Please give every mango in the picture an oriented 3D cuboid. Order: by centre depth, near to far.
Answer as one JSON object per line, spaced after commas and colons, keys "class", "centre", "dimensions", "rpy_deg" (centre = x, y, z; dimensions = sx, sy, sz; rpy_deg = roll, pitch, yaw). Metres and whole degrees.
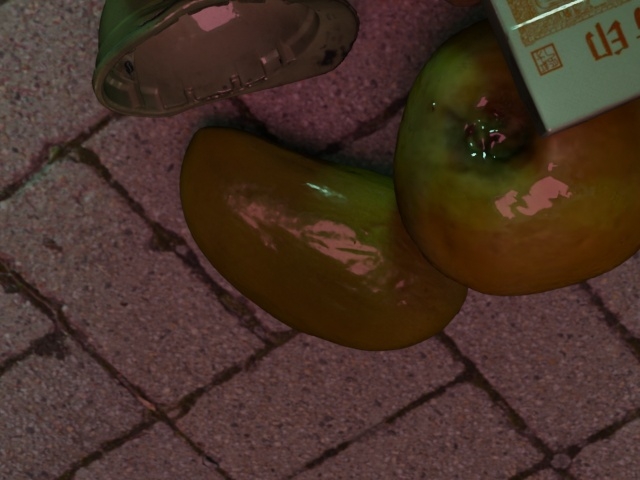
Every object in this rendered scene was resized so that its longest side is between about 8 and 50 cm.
{"class": "mango", "centre": [0.000, 0.008, 1.575], "dimensions": [0.331, 0.142, 0.195], "rpy_deg": [20, 117, -3]}

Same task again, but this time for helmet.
{"class": "helmet", "centre": [-0.105, -0.227, 1.426], "dimensions": [0.257, 0.137, 0.204], "rpy_deg": [-14, 160, -10]}

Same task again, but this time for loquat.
{"class": "loquat", "centre": [0.206, -0.076, 1.443], "dimensions": [0.274, 0.275, 0.275], "rpy_deg": [0, 122, 0]}

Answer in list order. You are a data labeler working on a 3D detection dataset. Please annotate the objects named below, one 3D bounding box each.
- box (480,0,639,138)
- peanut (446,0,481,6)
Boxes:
{"class": "box", "centre": [0.213, -0.294, 1.295], "dimensions": [0.204, 0.051, 0.365], "rpy_deg": [-23, 88, -2]}
{"class": "peanut", "centre": [0.113, -0.321, 1.391], "dimensions": [0.104, 0.086, 0.228], "rpy_deg": [-17, 119, 15]}
